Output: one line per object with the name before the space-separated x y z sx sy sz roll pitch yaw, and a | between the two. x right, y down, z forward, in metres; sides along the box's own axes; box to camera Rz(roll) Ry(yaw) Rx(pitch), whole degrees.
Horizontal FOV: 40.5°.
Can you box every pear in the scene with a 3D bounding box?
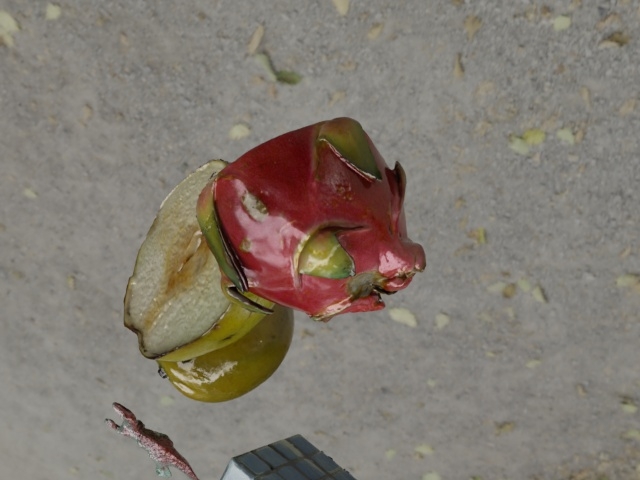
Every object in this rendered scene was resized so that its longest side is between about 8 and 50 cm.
pear | -0.186 0.058 1.637 0.191 0.340 0.386 21 110 -42

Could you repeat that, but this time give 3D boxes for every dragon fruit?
dragon fruit | 0.000 0.000 1.190 0.226 0.305 0.305 61 146 18

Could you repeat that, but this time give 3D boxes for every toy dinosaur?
toy dinosaur | -0.285 0.381 1.569 0.242 0.053 0.167 38 151 0

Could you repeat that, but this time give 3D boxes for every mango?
mango | -0.188 0.155 1.892 0.301 0.445 0.220 14 136 18

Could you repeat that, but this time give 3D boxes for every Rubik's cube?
Rubik's cube | -0.067 0.561 1.663 0.259 0.256 0.253 32 104 24
